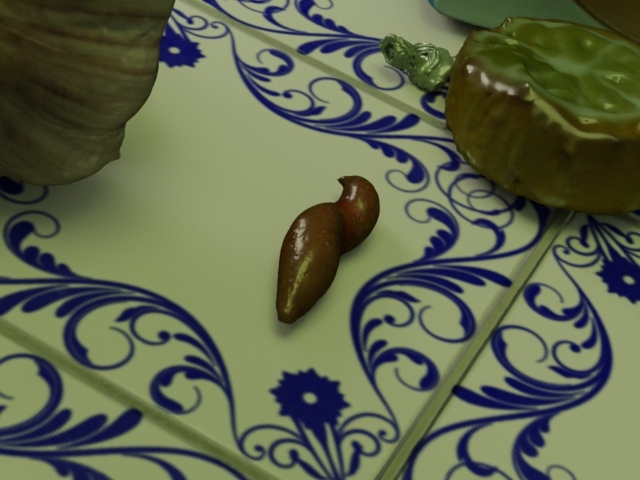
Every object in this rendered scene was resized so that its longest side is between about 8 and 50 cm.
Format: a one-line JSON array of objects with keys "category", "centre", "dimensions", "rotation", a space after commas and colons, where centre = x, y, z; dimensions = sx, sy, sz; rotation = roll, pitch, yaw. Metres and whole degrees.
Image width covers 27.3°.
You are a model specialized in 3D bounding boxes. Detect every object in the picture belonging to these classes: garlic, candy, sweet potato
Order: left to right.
[{"category": "garlic", "centre": [-0.269, -0.190, 1.063], "dimensions": [0.322, 0.322, 0.241], "rotation": [39, 42, 24]}, {"category": "sweet potato", "centre": [0.002, 0.000, 1.116], "dimensions": [0.055, 0.058, 0.202], "rotation": [8, 37, 23]}, {"category": "candy", "centre": [0.248, -0.130, 1.302], "dimensions": [0.260, 0.118, 0.260], "rotation": [10, 38, -8]}]

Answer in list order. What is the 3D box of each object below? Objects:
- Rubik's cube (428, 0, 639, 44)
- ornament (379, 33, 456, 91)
[{"category": "Rubik's cube", "centre": [0.307, -0.441, 1.494], "dimensions": [0.352, 0.347, 0.351], "rotation": [8, 41, -10]}, {"category": "ornament", "centre": [0.109, -0.186, 1.378], "dimensions": [0.092, 0.041, 0.068], "rotation": [-10, 52, -41]}]
